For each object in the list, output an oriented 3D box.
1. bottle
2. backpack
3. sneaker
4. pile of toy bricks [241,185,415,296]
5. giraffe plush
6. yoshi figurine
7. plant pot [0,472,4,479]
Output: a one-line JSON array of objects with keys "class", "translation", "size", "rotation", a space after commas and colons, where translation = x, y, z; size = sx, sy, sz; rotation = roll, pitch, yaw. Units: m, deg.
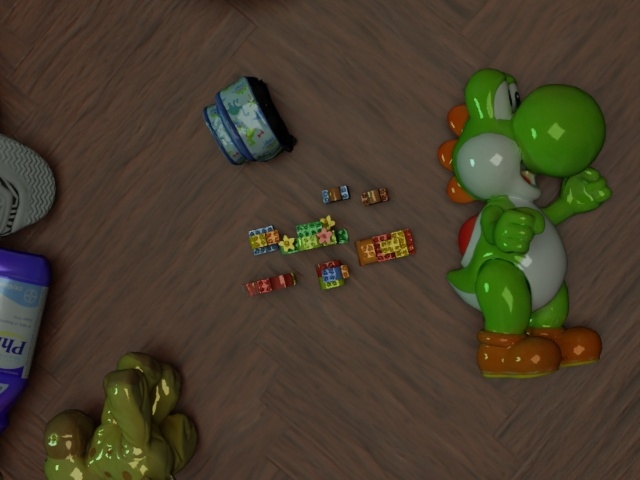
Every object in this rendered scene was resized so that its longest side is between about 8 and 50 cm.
[{"class": "bottle", "translation": [-0.412, 0.146, 1.834], "size": [0.118, 0.092, 0.282], "rotation": [14, 88, -12]}, {"class": "backpack", "translation": [-0.090, -0.140, 1.800], "size": [0.084, 0.114, 0.105], "rotation": [-28, 89, 5]}, {"class": "sneaker", "translation": [-0.523, -0.070, 1.833], "size": [0.366, 0.210, 0.137], "rotation": [-3, 96, -30]}, {"class": "pile of toy bricks", "translation": [0.000, 0.000, 1.799], "size": [0.212, 0.105, 0.118], "rotation": [-14, 89, 5]}, {"class": "giraffe plush", "translation": [-0.257, 0.252, 1.802], "size": [0.170, 0.181, 0.210], "rotation": [-15, 72, 17]}, {"class": "yoshi figurine", "translation": [0.260, -0.029, 1.744], "size": [0.203, 0.203, 0.362], "rotation": [-7, 88, -11]}, {"class": "plant pot", "translation": [-0.509, 0.346, 1.887], "size": [0.236, 0.032, 0.236], "rotation": [0, 90, 5]}]
